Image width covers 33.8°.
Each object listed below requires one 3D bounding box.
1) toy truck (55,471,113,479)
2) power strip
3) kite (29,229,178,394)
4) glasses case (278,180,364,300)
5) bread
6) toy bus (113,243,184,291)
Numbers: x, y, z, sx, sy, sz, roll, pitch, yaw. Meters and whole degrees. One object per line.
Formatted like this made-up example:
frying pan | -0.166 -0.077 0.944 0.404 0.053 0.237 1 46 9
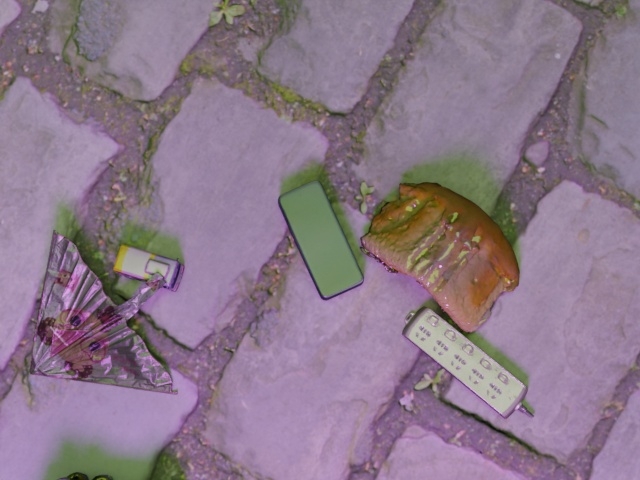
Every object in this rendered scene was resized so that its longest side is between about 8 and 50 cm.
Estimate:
toy truck | -0.320 0.417 1.590 0.227 0.098 0.114 5 83 3
power strip | 0.237 0.199 1.663 0.253 0.027 0.060 39 82 7
kite | -0.353 0.134 1.655 0.268 0.013 0.323 -33 95 6
glasses case | 0.000 0.000 1.693 0.078 0.039 0.184 -24 80 -5
bread | 0.195 0.012 1.644 0.251 0.133 0.174 43 84 6
toy bus | -0.272 0.043 1.676 0.102 0.058 0.052 17 81 3
